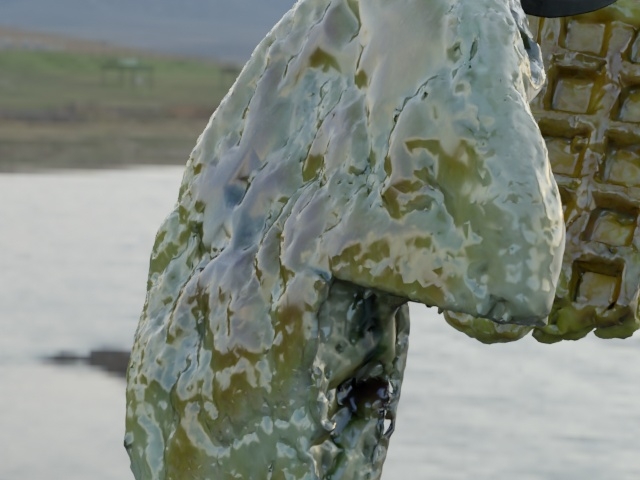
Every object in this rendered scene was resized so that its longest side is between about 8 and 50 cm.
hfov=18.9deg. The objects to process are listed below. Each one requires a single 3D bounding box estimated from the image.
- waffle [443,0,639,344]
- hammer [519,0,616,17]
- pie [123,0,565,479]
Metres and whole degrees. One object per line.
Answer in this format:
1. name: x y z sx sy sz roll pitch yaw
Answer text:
1. waffle: 0.160 -0.067 1.380 0.325 0.302 0.068 -32 -19 -3
2. hammer: 0.179 -0.343 1.112 0.168 0.440 0.044 -8 27 -39
3. pie: 0.000 0.000 0.949 0.075 0.337 0.337 20 -6 -32
